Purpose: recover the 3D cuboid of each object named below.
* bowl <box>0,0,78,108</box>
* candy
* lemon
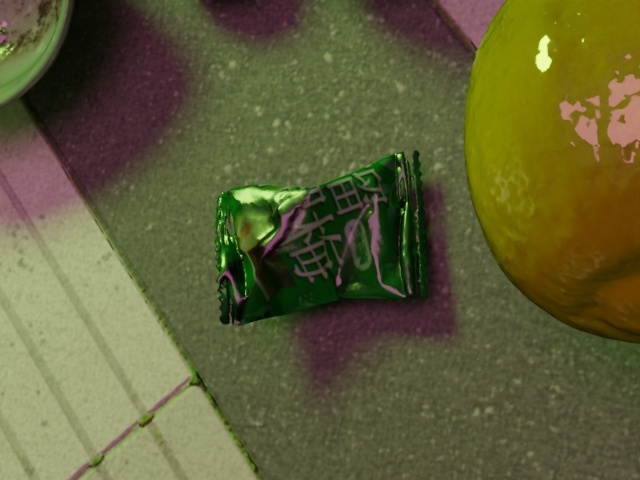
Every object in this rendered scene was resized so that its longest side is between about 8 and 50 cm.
[{"bbox_3d":[-0.366,-0.270,1.898,0.289,0.146,0.289,2,97,13],"label":"bowl"},{"bbox_3d":[0.001,-0.001,1.709,0.203,0.078,0.141,-9,82,11],"label":"candy"},{"bbox_3d":[0.273,-0.085,1.465,0.348,0.348,0.348,-7,72,24],"label":"lemon"}]
